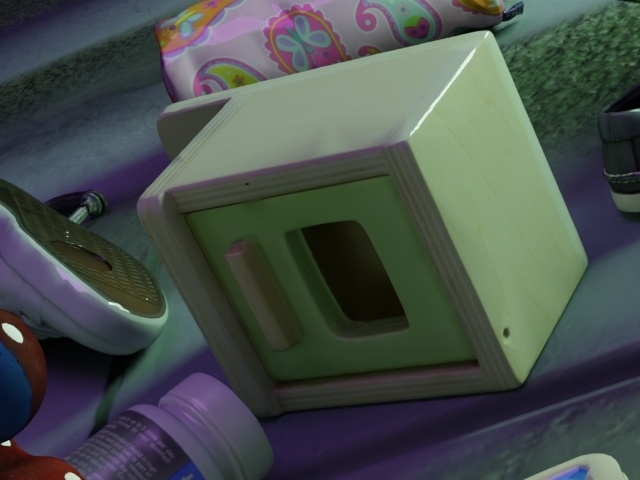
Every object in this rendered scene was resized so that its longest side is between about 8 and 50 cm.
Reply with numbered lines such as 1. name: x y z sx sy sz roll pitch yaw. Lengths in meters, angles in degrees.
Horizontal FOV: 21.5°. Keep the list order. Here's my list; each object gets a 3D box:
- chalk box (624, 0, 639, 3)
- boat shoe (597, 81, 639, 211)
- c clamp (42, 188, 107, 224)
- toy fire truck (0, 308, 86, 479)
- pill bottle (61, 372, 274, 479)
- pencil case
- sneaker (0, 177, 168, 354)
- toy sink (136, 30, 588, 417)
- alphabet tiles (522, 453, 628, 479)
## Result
1. chalk box: 0.286 -0.211 1.051 0.213 0.132 0.132 -2 3 -40
2. boat shoe: 0.229 -0.095 0.995 0.075 0.065 0.206 -4 30 47
3. c clamp: -0.219 0.004 1.322 0.137 0.022 0.161 -17 25 34
4. toy fire truck: -0.162 0.125 0.640 0.254 0.302 0.169 -19 2 42
5. pill bottle: -0.094 0.131 0.834 0.137 0.078 0.078 -38 25 -25
6. pencil case: 0.010 -0.172 1.337 0.284 0.124 0.124 -24 23 3
7. sneaker: -0.205 0.042 1.161 0.290 0.106 0.123 28 97 51
8. toy sink: 0.000 0.000 0.923 0.234 0.153 0.131 -8 29 35
9. alphabet tiles: 0.073 0.182 0.620 0.278 0.021 0.284 -25 22 9
